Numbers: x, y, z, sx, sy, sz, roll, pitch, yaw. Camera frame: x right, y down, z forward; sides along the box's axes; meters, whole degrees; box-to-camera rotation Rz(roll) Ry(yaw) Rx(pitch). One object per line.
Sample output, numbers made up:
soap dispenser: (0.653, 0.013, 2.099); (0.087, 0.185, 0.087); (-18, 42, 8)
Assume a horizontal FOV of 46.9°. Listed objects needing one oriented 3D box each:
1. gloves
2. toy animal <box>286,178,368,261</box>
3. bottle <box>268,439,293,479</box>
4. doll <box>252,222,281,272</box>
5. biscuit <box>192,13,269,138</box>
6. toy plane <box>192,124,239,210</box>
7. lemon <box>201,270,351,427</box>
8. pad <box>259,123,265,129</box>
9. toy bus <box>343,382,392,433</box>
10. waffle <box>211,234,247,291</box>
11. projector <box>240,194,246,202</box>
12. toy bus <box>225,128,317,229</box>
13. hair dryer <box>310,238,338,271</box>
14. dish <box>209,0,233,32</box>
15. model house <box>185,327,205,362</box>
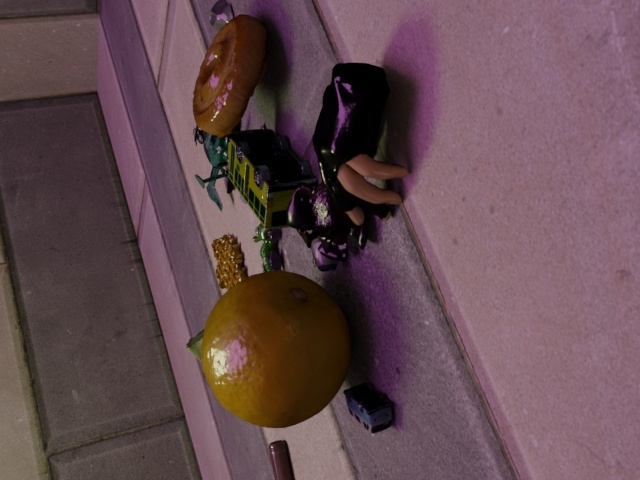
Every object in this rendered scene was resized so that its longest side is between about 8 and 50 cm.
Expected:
gloves: (0.064, -0.161, 1.283); (0.197, 0.152, 0.301); (-87, -17, -61)
toy animal: (0.026, -0.060, 1.477); (0.219, 0.116, 0.179); (15, 81, 42)
bottle: (-0.117, 0.667, 2.192); (0.053, 0.053, 0.140); (165, 92, -67)
doll: (-0.140, 0.027, 1.950); (0.115, 0.050, 0.190); (25, 125, 58)
biscuit: (-0.221, -0.389, 1.736); (0.296, 0.102, 0.296); (-42, 39, 47)
toy plane: (-0.290, -0.248, 2.119); (0.155, 0.106, 0.381); (55, 144, 22)
lemon: (-0.092, 0.228, 1.581); (0.348, 0.348, 0.347); (169, 90, -68)
pad: (-0.127, -0.188, 1.872); (0.187, 0.006, 0.113); (67, 154, 23)
toy bus: (0.100, 0.349, 1.519); (0.123, 0.060, 0.074); (-156, 53, -65)
waffle: (-0.283, 0.094, 2.323); (0.232, 0.051, 0.228); (172, 90, -67)
projector: (-0.184, -0.170, 1.929); (0.115, 0.061, 0.147); (5, 109, 68)
toy bus: (-0.122, -0.147, 1.713); (0.262, 0.128, 0.150); (51, 143, 46)
hair dryer: (0.001, -0.020, 1.620); (0.199, 0.068, 0.167); (-166, 76, -81)
dish: (-0.270, -0.596, 1.973); (0.137, 0.039, 0.091); (-150, 53, -63)
model house: (-0.304, 0.350, 2.385); (0.189, 0.195, 0.214); (55, 173, -4)
